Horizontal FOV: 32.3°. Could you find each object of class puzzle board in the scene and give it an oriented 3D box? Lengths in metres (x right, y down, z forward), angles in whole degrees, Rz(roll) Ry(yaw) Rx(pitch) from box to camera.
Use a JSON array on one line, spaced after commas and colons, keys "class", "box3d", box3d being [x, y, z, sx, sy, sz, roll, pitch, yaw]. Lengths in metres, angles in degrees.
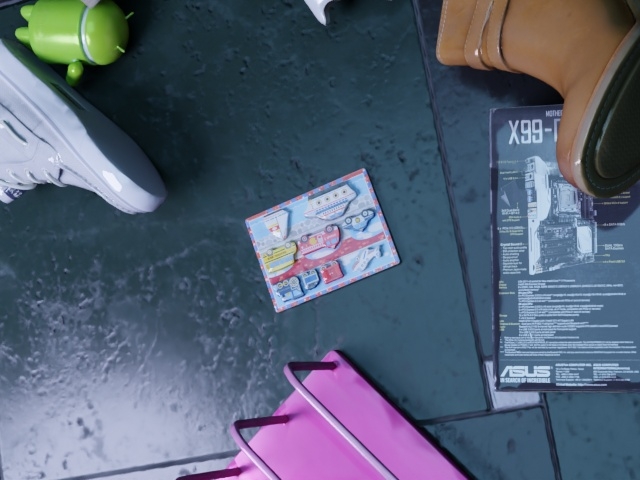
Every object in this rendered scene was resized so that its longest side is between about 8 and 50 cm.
[{"class": "puzzle board", "box3d": [0.000, 0.000, 1.036, 0.128, 0.011, 0.096, -23, 79, 12]}]

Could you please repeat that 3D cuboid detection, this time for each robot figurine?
[{"class": "robot figurine", "box3d": [-0.242, -0.208, 1.100, 0.115, 0.067, 0.101, 4, 74, 16]}]

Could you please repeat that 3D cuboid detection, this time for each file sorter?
[{"class": "file sorter", "box3d": [-0.034, 0.265, 0.929, 0.202, 0.182, 0.291, 43, 97, 16]}]

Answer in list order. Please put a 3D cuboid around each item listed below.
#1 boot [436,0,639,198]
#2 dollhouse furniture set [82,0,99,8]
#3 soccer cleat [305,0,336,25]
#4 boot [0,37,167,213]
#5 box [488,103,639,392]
[{"class": "boot", "box3d": [0.180, -0.160, 0.900, 0.220, 0.109, 0.284, 4, 66, 39]}, {"class": "dollhouse furniture set", "box3d": [-0.262, -0.336, 1.033, 0.101, 0.182, 0.161, -43, 49, 8]}, {"class": "soccer cleat", "box3d": [0.071, -0.266, 1.021, 0.196, 0.068, 0.076, -22, 93, 14]}, {"class": "boot", "box3d": [-0.266, -0.080, 1.090, 0.258, 0.095, 0.123, 43, 103, 24]}, {"class": "box", "box3d": [0.295, 0.006, 0.915, 0.307, 0.076, 0.243, -2, 83, 16]}]
